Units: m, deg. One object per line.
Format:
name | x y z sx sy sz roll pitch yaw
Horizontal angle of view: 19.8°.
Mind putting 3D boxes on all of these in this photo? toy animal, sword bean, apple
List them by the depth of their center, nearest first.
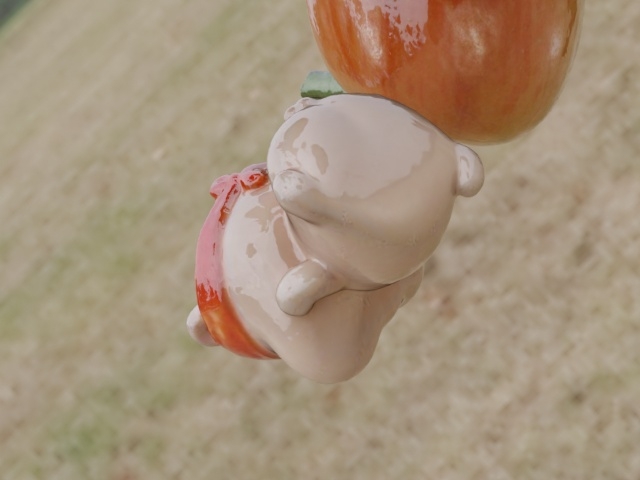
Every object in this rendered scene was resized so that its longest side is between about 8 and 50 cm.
toy animal | 0.000 0.000 1.206 0.197 0.171 0.171 -51 4 47
apple | 0.104 -0.199 1.533 0.242 0.241 0.242 -3 17 1
sword bean | 0.089 -0.137 1.738 0.269 0.038 0.043 9 14 44
